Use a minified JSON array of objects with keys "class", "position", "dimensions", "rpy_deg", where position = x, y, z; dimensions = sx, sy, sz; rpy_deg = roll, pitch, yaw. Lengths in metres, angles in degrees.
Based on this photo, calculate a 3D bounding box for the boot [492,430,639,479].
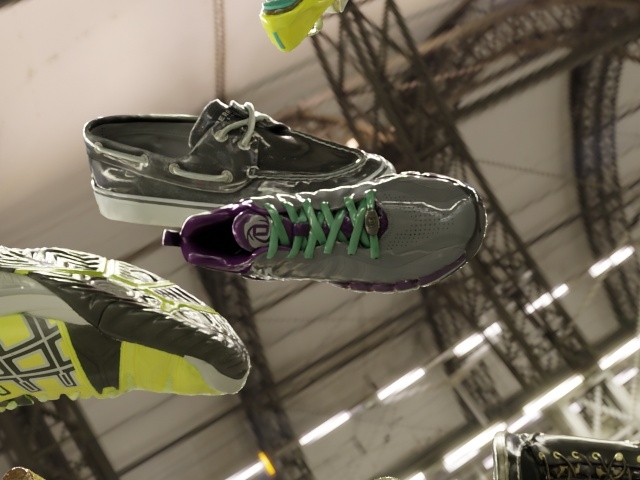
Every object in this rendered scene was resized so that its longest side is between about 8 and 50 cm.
[{"class":"boot","position":[0.296,0.265,1.346],"dimensions":[0.179,0.085,0.236],"rpy_deg":[-1,-7,17]}]

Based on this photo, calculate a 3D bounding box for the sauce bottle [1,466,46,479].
[{"class":"sauce bottle","position":[-0.324,0.304,1.356],"dimensions":[0.042,0.042,0.128],"rpy_deg":[-35,-38,-2]}]

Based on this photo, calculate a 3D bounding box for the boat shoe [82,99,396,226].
[{"class":"boat shoe","position":[-0.079,-0.074,1.035],"dimensions":[0.108,0.301,0.102],"rpy_deg":[-50,-43,-49]}]

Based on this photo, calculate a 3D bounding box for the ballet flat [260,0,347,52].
[{"class":"ballet flat","position":[-0.004,-0.320,1.515],"dimensions":[0.231,0.077,0.077],"rpy_deg":[-51,-47,-40]}]

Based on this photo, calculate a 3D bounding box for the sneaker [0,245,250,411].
[{"class":"sneaker","position":[-0.253,0.084,0.994],"dimensions":[0.145,0.385,0.147],"rpy_deg":[-119,44,-78]}]

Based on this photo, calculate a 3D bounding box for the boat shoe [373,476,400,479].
[{"class":"boat shoe","position":[0.024,0.431,1.444],"dimensions":[0.113,0.103,0.302],"rpy_deg":[23,-70,-40]}]

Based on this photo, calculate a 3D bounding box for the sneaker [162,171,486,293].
[{"class":"sneaker","position":[0.000,0.000,0.802],"dimensions":[0.224,0.083,0.098],"rpy_deg":[-8,-4,33]}]
